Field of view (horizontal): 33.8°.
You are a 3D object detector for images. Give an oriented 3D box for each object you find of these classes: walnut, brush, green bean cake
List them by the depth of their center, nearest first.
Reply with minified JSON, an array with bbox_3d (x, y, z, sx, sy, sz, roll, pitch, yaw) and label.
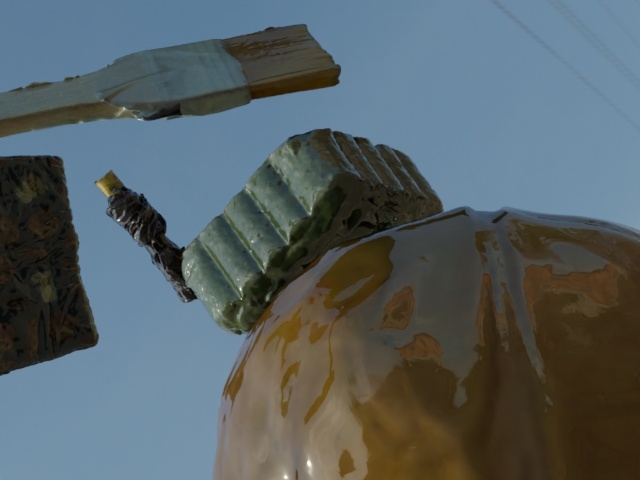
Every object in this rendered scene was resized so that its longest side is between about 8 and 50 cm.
[{"bbox_3d":[-0.155,-0.075,0.599,0.336,0.085,0.020,-13,-53,-15],"label":"brush"},{"bbox_3d":[0.110,0.174,0.642,0.308,0.354,0.398,-52,-48,-72],"label":"walnut"},{"bbox_3d":[0.000,0.000,0.904,0.185,0.094,0.183,-50,-33,20],"label":"green bean cake"}]

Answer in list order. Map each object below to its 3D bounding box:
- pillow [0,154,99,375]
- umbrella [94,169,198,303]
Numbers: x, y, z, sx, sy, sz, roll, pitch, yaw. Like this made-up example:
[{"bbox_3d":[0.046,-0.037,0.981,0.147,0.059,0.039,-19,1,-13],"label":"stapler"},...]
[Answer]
[{"bbox_3d":[-0.368,0.027,1.251,0.189,0.034,0.256,-13,-83,-40],"label":"pillow"},{"bbox_3d":[-0.153,-0.003,0.967,0.144,0.040,0.037,52,-130,-12],"label":"umbrella"}]
